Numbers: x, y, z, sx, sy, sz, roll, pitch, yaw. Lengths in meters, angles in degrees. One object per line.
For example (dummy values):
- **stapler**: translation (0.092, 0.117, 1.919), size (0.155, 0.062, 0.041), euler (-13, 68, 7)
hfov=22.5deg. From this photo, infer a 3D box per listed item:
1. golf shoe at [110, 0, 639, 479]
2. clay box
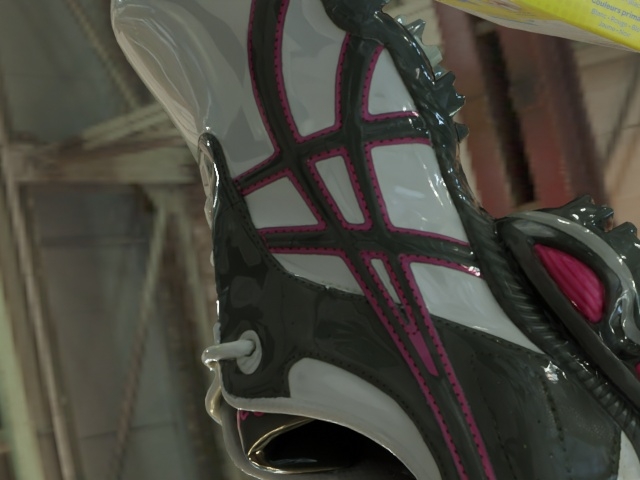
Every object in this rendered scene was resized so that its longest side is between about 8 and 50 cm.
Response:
- **golf shoe**: translation (0.000, 0.000, 0.484), size (0.120, 0.105, 0.273), euler (-35, -119, -16)
- **clay box**: translation (0.045, -0.150, 0.763), size (0.127, 0.222, 0.053), euler (25, -82, 59)
